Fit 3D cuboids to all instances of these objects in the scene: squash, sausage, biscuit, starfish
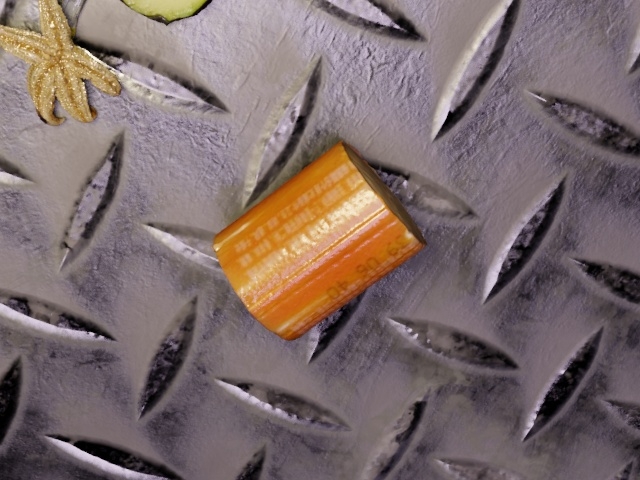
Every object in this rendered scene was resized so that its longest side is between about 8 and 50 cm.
[{"bbox_3d":[-0.243,-0.436,1.448,0.192,0.085,0.184,33,136,-17],"label":"squash"},{"bbox_3d":[0.000,0.000,1.587,0.287,0.233,0.233,-35,114,11],"label":"sausage"},{"bbox_3d":[-0.346,-0.446,1.445,0.048,0.026,0.292,24,111,-20],"label":"biscuit"},{"bbox_3d":[-0.424,-0.287,1.480,0.216,0.071,0.238,2,119,-5],"label":"starfish"}]
